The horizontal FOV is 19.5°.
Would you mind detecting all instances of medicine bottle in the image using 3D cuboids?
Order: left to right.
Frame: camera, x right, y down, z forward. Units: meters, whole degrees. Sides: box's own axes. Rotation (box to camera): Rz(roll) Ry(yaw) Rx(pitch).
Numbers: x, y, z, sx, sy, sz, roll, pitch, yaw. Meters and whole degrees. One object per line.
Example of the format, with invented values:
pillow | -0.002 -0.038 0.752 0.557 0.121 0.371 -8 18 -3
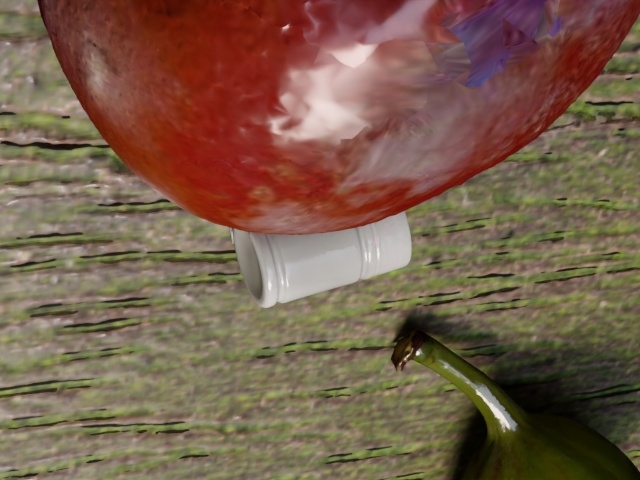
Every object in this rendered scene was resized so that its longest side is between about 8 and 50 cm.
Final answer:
medicine bottle | 0.000 0.000 1.040 0.089 0.057 0.057 -16 134 -15

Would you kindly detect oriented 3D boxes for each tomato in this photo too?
tomato | 0.049 -0.119 0.881 0.335 0.176 0.289 -36 139 2

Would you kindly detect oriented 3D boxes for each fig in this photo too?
fig | 0.128 0.145 1.222 0.151 0.151 0.259 -27 109 -5
